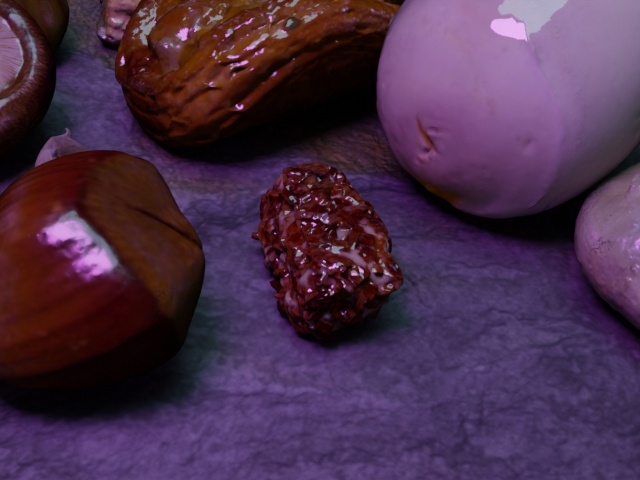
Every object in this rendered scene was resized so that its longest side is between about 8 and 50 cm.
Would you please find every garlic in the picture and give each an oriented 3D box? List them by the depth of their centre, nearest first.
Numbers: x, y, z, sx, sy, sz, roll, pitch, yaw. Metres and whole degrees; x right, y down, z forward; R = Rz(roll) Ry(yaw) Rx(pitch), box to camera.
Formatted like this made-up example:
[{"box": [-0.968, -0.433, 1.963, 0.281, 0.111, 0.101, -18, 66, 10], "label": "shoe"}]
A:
[{"box": [-0.249, -0.056, 0.988, 0.152, 0.066, 0.084, 37, 22, 25], "label": "garlic"}]

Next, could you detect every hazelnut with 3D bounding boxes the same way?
[{"box": [-0.206, 0.030, 0.824, 0.181, 0.181, 0.212, 22, 35, -27], "label": "hazelnut"}]

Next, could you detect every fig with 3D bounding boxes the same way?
[{"box": [-0.361, -0.294, 1.149, 0.142, 0.186, 0.148, 12, 46, -19], "label": "fig"}]

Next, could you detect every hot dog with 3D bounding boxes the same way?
[{"box": [-0.045, -0.239, 1.132, 0.388, 0.174, 0.267, -26, 41, -32], "label": "hot dog"}]

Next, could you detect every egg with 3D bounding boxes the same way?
[{"box": [0.224, -0.191, 1.022, 0.283, 0.283, 0.345, 36, 64, 29], "label": "egg"}]

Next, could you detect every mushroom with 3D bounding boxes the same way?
[{"box": [-0.381, -0.163, 1.035, 0.194, 0.138, 0.231, 10, 59, -16], "label": "mushroom"}]

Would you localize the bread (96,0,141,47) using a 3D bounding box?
[{"box": [-0.188, -0.373, 1.283, 0.204, 0.162, 0.262, 2, 54, -22], "label": "bread"}]

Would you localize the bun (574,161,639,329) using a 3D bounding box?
[{"box": [0.365, 0.001, 0.939, 0.239, 0.141, 0.239, 6, 40, -5], "label": "bun"}]

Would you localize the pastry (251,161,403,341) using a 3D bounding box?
[{"box": [0.002, 0.000, 0.930, 0.115, 0.097, 0.208, 4, 38, -18], "label": "pastry"}]
